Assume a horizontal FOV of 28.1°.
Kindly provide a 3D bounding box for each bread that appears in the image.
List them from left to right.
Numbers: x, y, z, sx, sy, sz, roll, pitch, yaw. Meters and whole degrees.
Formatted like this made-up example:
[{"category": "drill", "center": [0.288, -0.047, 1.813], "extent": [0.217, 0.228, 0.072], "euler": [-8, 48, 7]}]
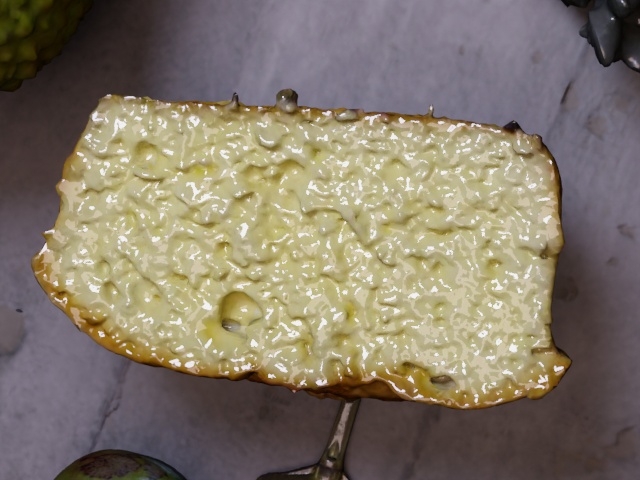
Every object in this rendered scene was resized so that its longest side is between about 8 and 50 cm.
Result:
[{"category": "bread", "center": [0.000, 0.000, 0.845], "extent": [0.340, 0.179, 0.194], "euler": [6, 96, 11]}]

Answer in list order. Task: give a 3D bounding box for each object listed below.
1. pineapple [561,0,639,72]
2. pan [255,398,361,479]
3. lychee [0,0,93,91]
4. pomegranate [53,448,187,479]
[{"category": "pineapple", "center": [0.263, -0.195, 0.775], "extent": [0.357, 0.223, 0.222], "euler": [-9, 96, 29]}, {"category": "pan", "center": [-0.020, 0.201, 0.937], "extent": [0.128, 0.048, 0.201], "euler": [-6, 96, 11]}, {"category": "lychee", "center": [-0.255, -0.208, 0.791], "extent": [0.320, 0.270, 0.269], "euler": [4, 98, 30]}, {"category": "pomegranate", "center": [-0.131, 0.223, 0.903], "extent": [0.169, 0.148, 0.148], "euler": [10, 100, 35]}]
